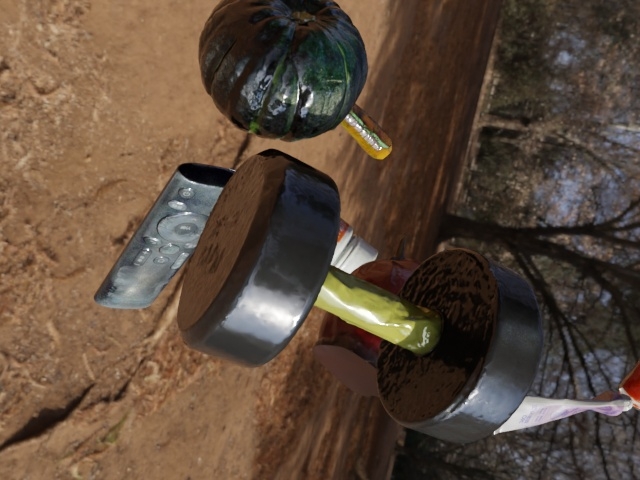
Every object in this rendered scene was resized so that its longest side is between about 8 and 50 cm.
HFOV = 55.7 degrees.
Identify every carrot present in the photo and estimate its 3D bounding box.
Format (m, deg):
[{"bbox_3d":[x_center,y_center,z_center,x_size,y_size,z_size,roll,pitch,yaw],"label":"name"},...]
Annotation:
[{"bbox_3d":[0.074,-0.284,1.427,0.260,0.070,0.070,35,59,-33],"label":"carrot"}]

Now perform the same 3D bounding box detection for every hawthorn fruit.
[{"bbox_3d":[0.094,0.109,0.902,0.189,0.189,0.251,84,15,-65],"label":"hawthorn fruit"}]

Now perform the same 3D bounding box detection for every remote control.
[{"bbox_3d":[-0.246,0.009,0.945,0.377,0.107,0.044,-43,-124,42],"label":"remote control"}]

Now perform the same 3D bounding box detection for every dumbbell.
[{"bbox_3d":[0.041,0.063,0.613,0.204,0.322,0.204,-49,-154,35],"label":"dumbbell"}]

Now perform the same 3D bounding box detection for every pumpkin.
[{"bbox_3d":[-0.047,-0.230,0.778,0.162,0.220,0.220,-55,-170,45],"label":"pumpkin"}]

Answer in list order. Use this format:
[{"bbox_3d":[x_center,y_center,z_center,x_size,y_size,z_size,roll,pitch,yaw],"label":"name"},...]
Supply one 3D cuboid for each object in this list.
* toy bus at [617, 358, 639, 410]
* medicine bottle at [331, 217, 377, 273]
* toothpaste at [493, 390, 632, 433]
[{"bbox_3d":[0.664,0.258,1.201,0.174,0.079,0.077,-55,150,7],"label":"toy bus"},{"bbox_3d":[0.000,0.000,1.416,0.144,0.252,0.144,-49,-176,5],"label":"medicine bottle"},{"bbox_3d":[0.447,0.305,1.103,0.048,0.301,0.075,-111,-149,-44],"label":"toothpaste"}]
